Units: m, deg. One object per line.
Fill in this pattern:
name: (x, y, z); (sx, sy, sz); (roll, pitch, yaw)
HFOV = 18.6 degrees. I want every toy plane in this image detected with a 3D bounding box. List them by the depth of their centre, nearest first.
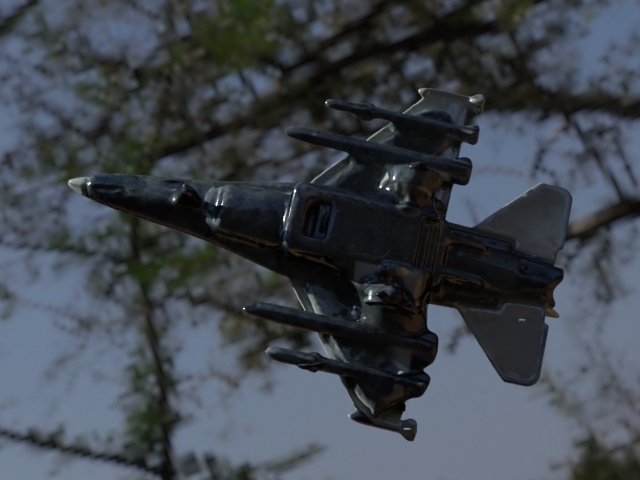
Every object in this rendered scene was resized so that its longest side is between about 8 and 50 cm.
toy plane: (0.009, -0.002, 0.846); (0.234, 0.160, 0.082); (15, -14, -11)
